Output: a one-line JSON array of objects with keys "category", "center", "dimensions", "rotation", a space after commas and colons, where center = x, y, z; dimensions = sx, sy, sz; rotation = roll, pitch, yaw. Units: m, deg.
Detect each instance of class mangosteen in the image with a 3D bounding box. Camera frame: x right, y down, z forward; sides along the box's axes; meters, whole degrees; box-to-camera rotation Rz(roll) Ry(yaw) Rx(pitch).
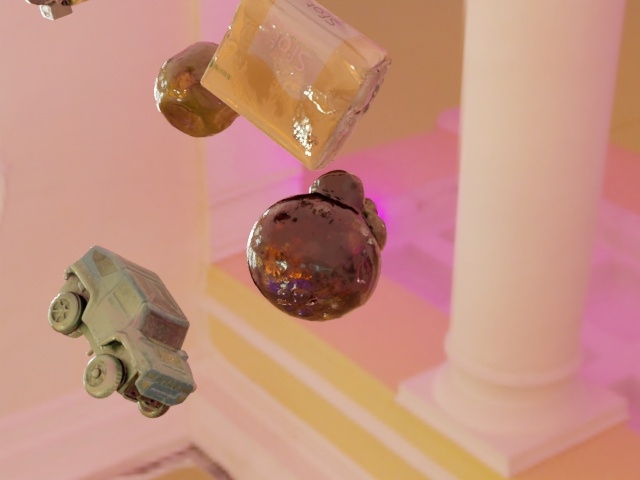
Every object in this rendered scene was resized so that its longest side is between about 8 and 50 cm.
[{"category": "mangosteen", "center": [-0.002, 0.005, 1.574], "dimensions": [0.172, 0.184, 0.172], "rotation": [15, 165, 4]}]

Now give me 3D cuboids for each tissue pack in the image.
[{"category": "tissue pack", "center": [-0.033, -0.227, 1.760], "dimensions": [0.222, 0.186, 0.090], "rotation": [41, -153, 17]}]

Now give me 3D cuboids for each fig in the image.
[{"category": "fig", "center": [-0.195, -0.240, 2.090], "dimensions": [0.144, 0.154, 0.166], "rotation": [33, -167, 15]}]

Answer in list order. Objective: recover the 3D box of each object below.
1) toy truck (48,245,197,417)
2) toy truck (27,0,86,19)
[{"category": "toy truck", "center": [-0.301, 0.141, 2.029], "dimensions": [0.155, 0.156, 0.279], "rotation": [32, -166, -49]}, {"category": "toy truck", "center": [-0.327, -0.411, 1.574], "dimensions": [0.157, 0.272, 0.124], "rotation": [-22, -159, -19]}]
